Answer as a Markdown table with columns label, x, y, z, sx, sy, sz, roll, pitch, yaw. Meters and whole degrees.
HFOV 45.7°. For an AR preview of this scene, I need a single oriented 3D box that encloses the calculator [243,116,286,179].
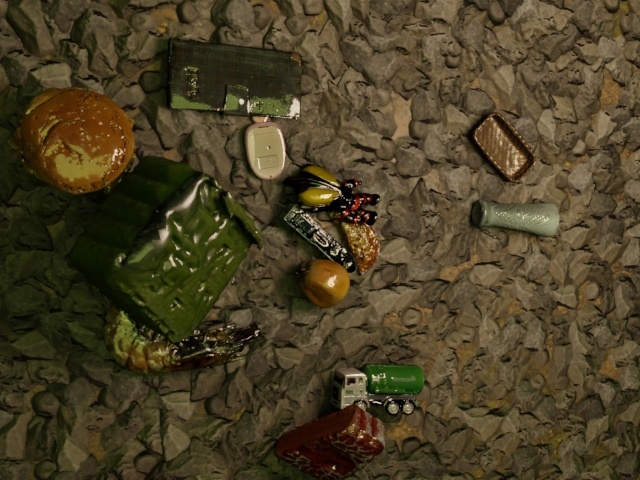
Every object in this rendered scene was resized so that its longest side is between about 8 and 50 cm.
| label | x | y | z | sx | sy | sz | roll | pitch | yaw |
| --- | --- | --- | --- | --- | --- | --- | --- | --- | --- |
| calculator | -0.133 | -0.229 | 1.826 | 0.103 | 0.024 | 0.166 | -11 | 98 | -16 |

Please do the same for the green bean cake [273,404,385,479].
| label | x | y | z | sx | sy | sz | roll | pitch | yaw |
| --- | --- | --- | --- | --- | --- | --- | --- | --- | --- |
| green bean cake | 0.032 | 0.500 | 1.872 | 0.198 | 0.097 | 0.232 | 37 | 121 | -21 |

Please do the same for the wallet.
| label | x | y | z | sx | sy | sz | roll | pitch | yaw |
| --- | --- | --- | --- | --- | --- | --- | --- | --- | --- |
| wallet | -0.197 | -0.374 | 1.770 | 0.317 | 0.044 | 0.169 | 2 | 87 | -20 |

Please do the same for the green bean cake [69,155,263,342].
| label | x | y | z | sx | sy | sz | roll | pitch | yaw |
| --- | --- | --- | --- | --- | --- | --- | --- | --- | --- |
| green bean cake | -0.317 | 0.027 | 1.625 | 0.319 | 0.218 | 0.335 | -58 | 143 | -16 |

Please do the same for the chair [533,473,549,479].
| label | x | y | z | sx | sy | sz | roll | pitch | yaw |
| --- | --- | --- | --- | --- | --- | --- | --- | --- | --- |
| chair | 0.578 | 0.797 | 2.094 | 0.272 | 0.166 | 0.188 | -18 | 101 | -15 |

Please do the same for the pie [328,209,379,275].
| label | x | y | z | sx | sy | sz | roll | pitch | yaw |
| --- | --- | --- | --- | --- | --- | --- | --- | --- | --- |
| pie | 0.098 | -0.012 | 1.922 | 0.088 | 0.033 | 0.191 | -33 | 105 | -16 |

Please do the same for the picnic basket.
| label | x | y | z | sx | sy | sz | roll | pitch | yaw |
| --- | --- | --- | --- | --- | --- | --- | --- | --- | --- |
| picnic basket | 0.478 | -0.245 | 2.005 | 0.110 | 0.055 | 0.193 | -46 | 107 | -7 |

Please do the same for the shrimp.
| label | x | y | z | sx | sy | sz | roll | pitch | yaw |
| --- | --- | --- | --- | --- | --- | --- | --- | --- | --- |
| shrimp | -0.326 | 0.195 | 1.794 | 0.365 | 0.071 | 0.233 | -6 | 93 | -12 |

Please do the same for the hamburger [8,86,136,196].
| label | x | y | z | sx | sy | sz | roll | pitch | yaw |
| --- | --- | --- | --- | --- | --- | --- | --- | --- | --- |
| hamburger | -0.511 | -0.206 | 1.618 | 0.245 | 0.211 | 0.260 | -36 | 101 | -17 |

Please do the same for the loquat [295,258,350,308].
| label | x | y | z | sx | sy | sz | roll | pitch | yaw |
| --- | --- | --- | --- | --- | --- | --- | --- | --- | --- |
| loquat | 0.003 | 0.102 | 1.856 | 0.137 | 0.137 | 0.113 | 33 | 72 | -18 |

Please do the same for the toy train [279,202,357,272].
| label | x | y | z | sx | sy | sz | roll | pitch | yaw |
| --- | --- | --- | --- | --- | --- | --- | --- | --- | --- |
| toy train | 0.000 | 0.000 | 1.881 | 0.234 | 0.051 | 0.052 | 41 | 83 | -21 |

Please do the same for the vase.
| label | x | y | z | sx | sy | sz | roll | pitch | yaw |
| --- | --- | --- | --- | --- | --- | --- | --- | --- | --- |
| vase | 0.514 | -0.064 | 2.020 | 0.219 | 0.096 | 0.096 | 5 | 95 | -15 |

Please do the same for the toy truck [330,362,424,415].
| label | x | y | z | sx | sy | sz | roll | pitch | yaw |
| --- | --- | --- | --- | --- | --- | --- | --- | --- | --- |
| toy truck | 0.150 | 0.377 | 1.947 | 0.242 | 0.101 | 0.125 | 3 | 92 | -20 |

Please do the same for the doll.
| label | x | y | z | sx | sy | sz | roll | pitch | yaw |
| --- | --- | --- | --- | --- | --- | --- | --- | --- | --- |
| doll | 0.029 | -0.116 | 1.861 | 0.248 | 0.127 | 0.088 | 21 | 123 | -17 |
